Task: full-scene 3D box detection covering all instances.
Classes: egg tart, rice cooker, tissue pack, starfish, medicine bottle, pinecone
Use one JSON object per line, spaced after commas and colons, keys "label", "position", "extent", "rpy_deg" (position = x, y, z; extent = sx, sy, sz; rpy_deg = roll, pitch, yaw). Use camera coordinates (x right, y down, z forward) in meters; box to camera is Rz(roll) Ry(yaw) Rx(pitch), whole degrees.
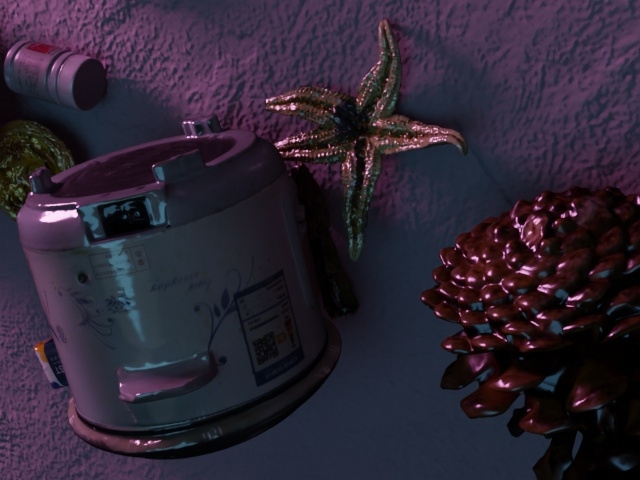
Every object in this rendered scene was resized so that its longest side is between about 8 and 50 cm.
{"label": "egg tart", "position": [-0.312, -0.073, 1.085], "extent": [0.129, 0.049, 0.128], "rpy_deg": [8, 111, 21]}
{"label": "rice cooker", "position": [-0.126, 0.054, 0.893], "extent": [0.264, 0.316, 0.316], "rpy_deg": [-13, 105, 0]}
{"label": "tissue pack", "position": [-0.294, 0.138, 1.161], "extent": [0.083, 0.042, 0.062], "rpy_deg": [-17, 98, 32]}
{"label": "starfish", "position": [0.035, -0.090, 0.885], "extent": [0.223, 0.050, 0.216], "rpy_deg": [10, 91, 37]}
{"label": "medicine bottle", "position": [-0.278, -0.172, 1.019], "extent": [0.091, 0.058, 0.058], "rpy_deg": [17, 117, 21]}
{"label": "pinecone", "position": [0.219, 0.098, 0.763], "extent": [0.246, 0.246, 0.292], "rpy_deg": [-19, 110, 32]}

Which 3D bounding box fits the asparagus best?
{"label": "asparagus", "position": [0.000, 0.000, 0.958], "extent": [0.036, 0.030, 0.165], "rpy_deg": [-5, 108, 39]}
